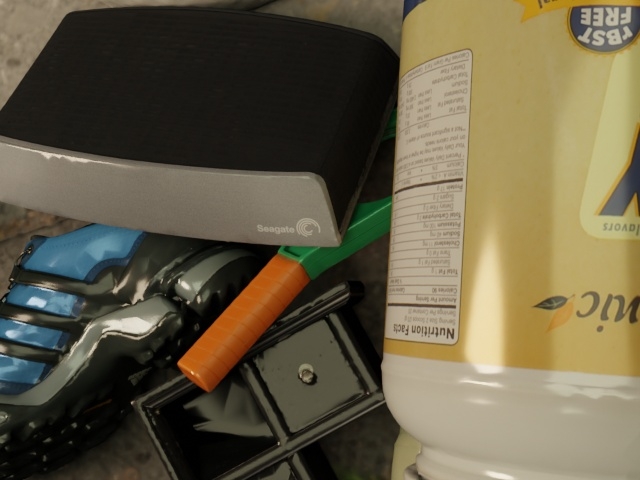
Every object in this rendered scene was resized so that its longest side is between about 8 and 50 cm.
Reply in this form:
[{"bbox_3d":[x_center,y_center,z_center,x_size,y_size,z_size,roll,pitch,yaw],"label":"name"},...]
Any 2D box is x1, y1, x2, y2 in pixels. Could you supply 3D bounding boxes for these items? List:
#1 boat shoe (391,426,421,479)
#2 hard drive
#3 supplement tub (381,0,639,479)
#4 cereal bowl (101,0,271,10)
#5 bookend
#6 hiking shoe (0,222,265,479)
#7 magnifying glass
[{"bbox_3d":[0.077,0.106,0.655,0.043,0.049,0.137,10,85,-24],"label":"boat shoe"},{"bbox_3d":[-0.087,-0.084,0.677,0.255,0.054,0.172,8,54,19],"label":"hard drive"},{"bbox_3d":[0.149,0.000,0.542,0.228,0.228,0.316,2,86,18],"label":"supplement tub"},{"bbox_3d":[-0.103,-0.331,0.701,0.339,0.141,0.339,-2,84,18],"label":"cereal bowl"},{"bbox_3d":[-0.009,0.130,0.659,0.156,0.072,0.157,-29,83,7],"label":"bookend"},{"bbox_3d":[-0.181,0.067,0.719,0.304,0.113,0.132,-33,67,4],"label":"hiking shoe"},{"bbox_3d":[0.000,0.000,0.643,0.231,0.026,0.092,-46,40,-19],"label":"magnifying glass"}]
